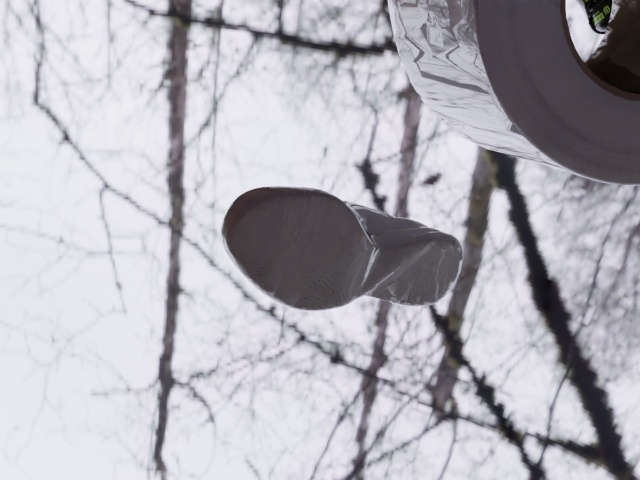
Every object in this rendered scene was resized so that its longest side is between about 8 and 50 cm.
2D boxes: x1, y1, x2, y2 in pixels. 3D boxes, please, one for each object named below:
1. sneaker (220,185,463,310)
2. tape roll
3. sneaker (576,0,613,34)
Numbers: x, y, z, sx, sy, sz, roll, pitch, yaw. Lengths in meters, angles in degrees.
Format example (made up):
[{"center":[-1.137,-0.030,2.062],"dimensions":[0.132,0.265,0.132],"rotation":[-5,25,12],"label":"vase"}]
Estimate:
[{"center":[0.000,0.000,0.871],"dimensions":[0.212,0.080,0.094],"rotation":[14,-167,-45],"label":"sneaker"},{"center":[0.191,-0.170,0.889],"dimensions":[0.246,0.246,0.169],"rotation":[-7,-167,-16],"label":"tape roll"},{"center":[0.254,-0.230,1.120],"dimensions":[0.188,0.067,0.078],"rotation":[28,-120,-12],"label":"sneaker"}]
